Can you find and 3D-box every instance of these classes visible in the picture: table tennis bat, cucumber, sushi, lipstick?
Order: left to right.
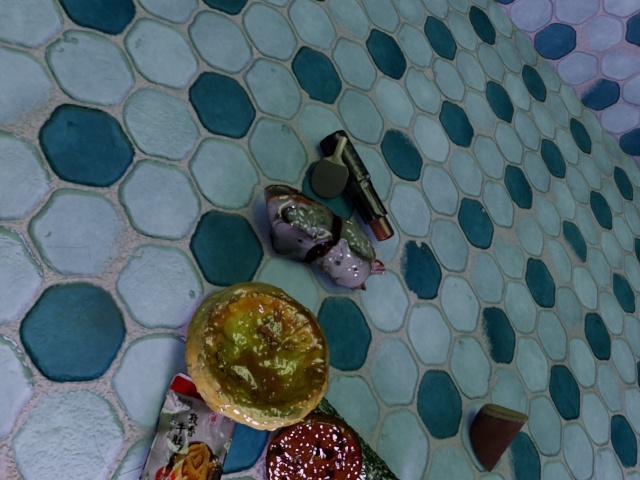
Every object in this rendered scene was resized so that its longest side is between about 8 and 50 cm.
[{"bbox_3d":[0.000,0.000,1.324,0.332,0.124,0.130,28,44,-27],"label":"sushi"},{"bbox_3d":[0.031,-0.177,1.448,0.087,0.013,0.156,21,88,-3],"label":"table tennis bat"},{"bbox_3d":[0.055,0.432,1.199,0.359,0.096,0.096,48,47,-10],"label":"cucumber"},{"bbox_3d":[0.095,-0.134,1.494,0.081,0.081,0.299,-28,89,-44],"label":"lipstick"}]

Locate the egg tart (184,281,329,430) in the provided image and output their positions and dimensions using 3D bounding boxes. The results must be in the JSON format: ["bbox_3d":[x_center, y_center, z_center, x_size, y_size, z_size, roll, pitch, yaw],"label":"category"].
[{"bbox_3d":[-0.119,0.219,1.111,0.290,0.115,0.290,18,52,-24],"label":"egg tart"}]

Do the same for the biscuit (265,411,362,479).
[{"bbox_3d":[-0.011,0.410,1.120,0.192,0.049,0.192,-3,104,-12],"label":"biscuit"}]

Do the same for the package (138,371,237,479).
[{"bbox_3d":[-0.227,0.360,1.026,0.154,0.030,0.239,37,48,-30],"label":"package"}]

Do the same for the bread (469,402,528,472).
[{"bbox_3d":[0.425,0.469,1.482,0.067,0.192,0.119,-3,36,-36],"label":"bread"}]
